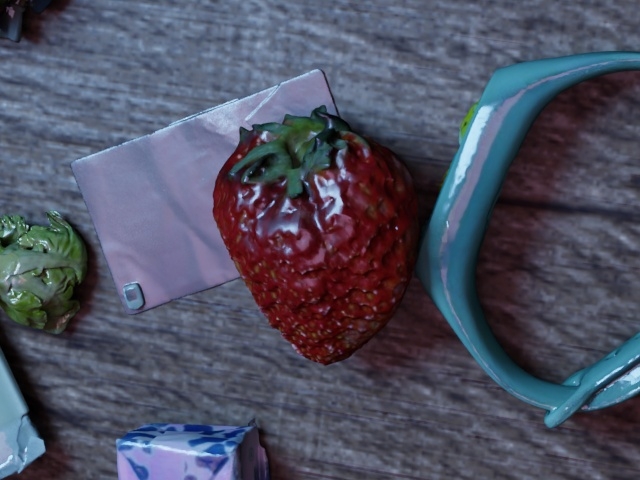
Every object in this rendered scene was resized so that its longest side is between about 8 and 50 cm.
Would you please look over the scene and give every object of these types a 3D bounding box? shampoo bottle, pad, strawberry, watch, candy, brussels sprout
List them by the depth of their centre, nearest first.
[{"bbox_3d":[0.164,-0.004,1.028,0.195,0.068,0.237,24,100,5],"label":"watch"},{"bbox_3d":[0.005,-0.005,1.034,0.131,0.131,0.148,-21,119,15],"label":"strawberry"},{"bbox_3d":[-0.066,-0.030,1.102,0.187,0.006,0.113,-19,94,15],"label":"pad"},{"bbox_3d":[-0.082,0.202,1.110,0.092,0.073,0.160,-2,99,11],"label":"candy"},{"bbox_3d":[-0.202,0.020,1.117,0.085,0.058,0.085,-1,87,25],"label":"brussels sprout"},{"bbox_3d":[-0.259,0.065,1.138,0.072,0.049,0.212,-26,92,12],"label":"shampoo bottle"}]

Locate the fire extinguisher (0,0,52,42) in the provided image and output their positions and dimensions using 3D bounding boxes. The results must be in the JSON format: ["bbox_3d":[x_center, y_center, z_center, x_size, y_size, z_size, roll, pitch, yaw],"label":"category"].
[{"bbox_3d":[-0.278,-0.200,1.043,0.269,0.105,0.105,20,105,-22],"label":"fire extinguisher"}]
